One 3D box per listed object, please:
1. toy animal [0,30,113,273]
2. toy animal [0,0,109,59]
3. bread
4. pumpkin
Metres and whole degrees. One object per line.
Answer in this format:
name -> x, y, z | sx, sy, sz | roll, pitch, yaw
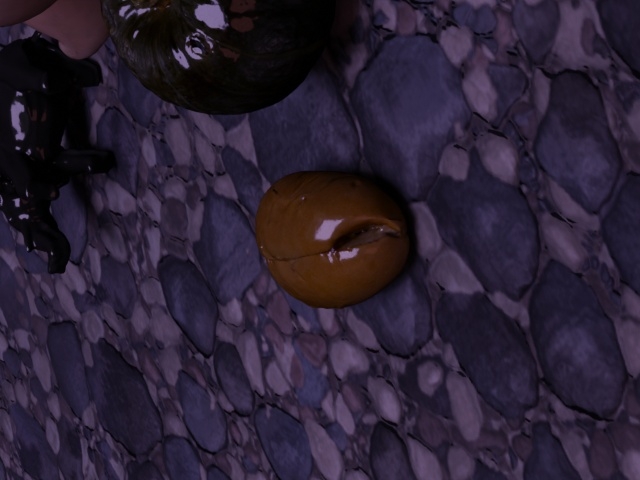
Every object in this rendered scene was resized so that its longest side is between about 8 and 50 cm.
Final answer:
toy animal -> -0.276, -0.091, 2.017 | 0.146, 0.115, 0.245 | 15, 97, 51
toy animal -> -0.296, -0.282, 1.701 | 0.278, 0.247, 0.345 | 29, 146, 2
bread -> 0.000, 0.000, 1.583 | 0.189, 0.077, 0.114 | -7, 95, 65
pumpkin -> -0.085, -0.202, 1.530 | 0.224, 0.157, 0.223 | 21, 119, 44
